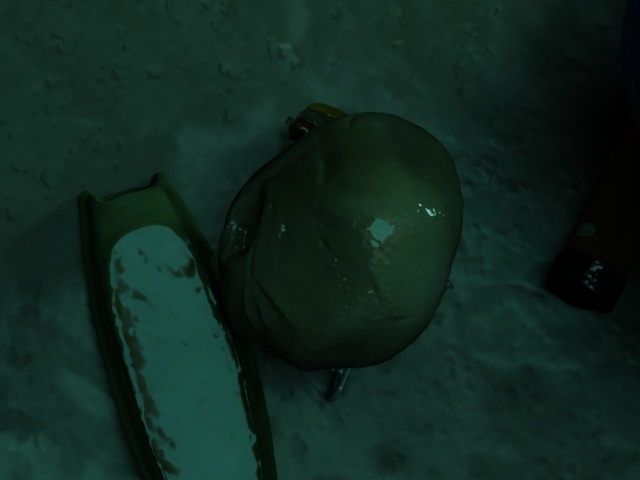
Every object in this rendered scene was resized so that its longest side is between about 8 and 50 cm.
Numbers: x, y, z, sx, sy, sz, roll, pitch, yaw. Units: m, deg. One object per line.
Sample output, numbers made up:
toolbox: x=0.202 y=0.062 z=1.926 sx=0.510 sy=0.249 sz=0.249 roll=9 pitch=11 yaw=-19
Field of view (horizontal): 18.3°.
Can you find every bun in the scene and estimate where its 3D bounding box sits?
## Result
bun: x=0.000 y=0.000 z=1.201 sx=0.113 sy=0.167 sz=0.173 roll=21 pitch=118 yaw=-28

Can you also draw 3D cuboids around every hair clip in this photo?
hair clip: x=0.038 y=0.061 z=1.287 sx=0.115 sy=0.030 sz=0.039 roll=-32 pitch=106 yaw=-13

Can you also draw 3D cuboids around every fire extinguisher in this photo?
fire extinguisher: x=0.207 y=-0.039 z=1.329 sx=0.062 sy=0.050 sz=0.177 roll=18 pitch=71 yaw=32

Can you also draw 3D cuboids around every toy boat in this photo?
toy boat: x=-0.081 y=0.096 z=1.241 sx=0.093 sy=0.055 sz=0.293 roll=-16 pitch=83 yaw=-11

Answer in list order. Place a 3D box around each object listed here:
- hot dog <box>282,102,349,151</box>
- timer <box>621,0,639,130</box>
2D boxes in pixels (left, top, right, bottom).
hot dog: x=0.035 y=-0.047 z=1.297 sx=0.133 sy=0.041 sz=0.056 roll=31 pitch=76 yaw=-4
timer: x=0.358 y=-0.071 z=1.180 sx=0.309 sy=0.115 sz=0.340 roll=-24 pitch=96 yaw=-7
